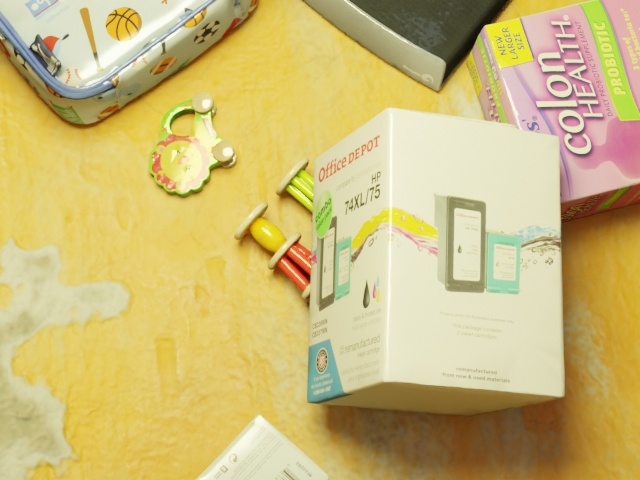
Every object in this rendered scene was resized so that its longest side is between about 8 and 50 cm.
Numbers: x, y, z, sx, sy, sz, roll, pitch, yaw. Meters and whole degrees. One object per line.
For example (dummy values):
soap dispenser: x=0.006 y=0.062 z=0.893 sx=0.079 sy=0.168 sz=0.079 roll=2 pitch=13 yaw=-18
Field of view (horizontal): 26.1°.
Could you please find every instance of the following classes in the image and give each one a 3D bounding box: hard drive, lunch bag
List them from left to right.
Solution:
lunch bag: x=-0.234 y=-0.289 z=1.532 sx=0.303 sy=0.115 sz=0.243 roll=-36 pitch=79 yaw=-13
hard drive: x=0.080 y=-0.308 z=1.585 sx=0.255 sy=0.054 sz=0.172 roll=37 pitch=77 yaw=5

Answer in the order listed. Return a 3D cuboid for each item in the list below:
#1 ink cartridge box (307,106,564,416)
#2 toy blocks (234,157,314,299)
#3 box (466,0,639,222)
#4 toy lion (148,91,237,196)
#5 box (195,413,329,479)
ink cartridge box: x=0.114 y=0.030 z=1.407 sx=0.197 sy=0.198 sz=0.270 roll=7 pitch=75 yaw=-22
toy blocks: x=0.000 y=0.000 z=1.504 sx=0.148 sy=0.054 sz=0.123 roll=41 pitch=75 yaw=5
box: x=0.313 y=-0.148 z=1.530 sx=0.243 sy=0.117 sz=0.213 roll=-14 pitch=77 yaw=-7
toy lion: x=-0.148 y=-0.103 z=1.534 sx=0.096 sy=0.034 sz=0.100 roll=-23 pitch=78 yaw=-1
box: x=-0.062 y=0.250 z=1.420 sx=0.102 sy=0.087 sz=0.101 roll=42 pitch=77 yaw=7
